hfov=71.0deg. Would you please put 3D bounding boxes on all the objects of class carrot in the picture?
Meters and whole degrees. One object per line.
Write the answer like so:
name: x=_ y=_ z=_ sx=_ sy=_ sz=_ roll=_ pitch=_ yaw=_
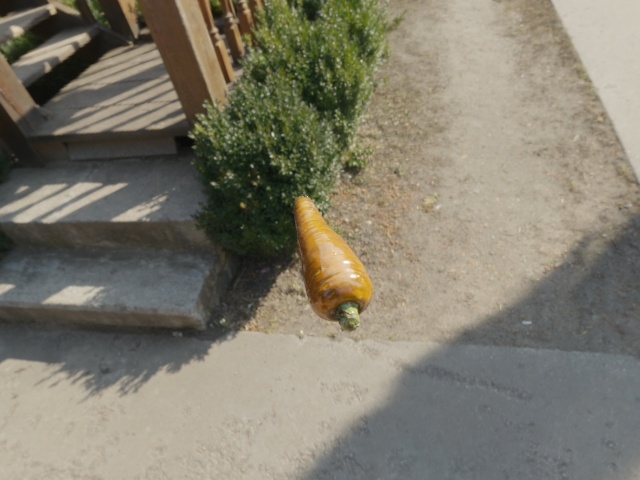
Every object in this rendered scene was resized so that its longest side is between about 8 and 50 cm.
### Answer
carrot: x=0.000 y=0.000 z=0.487 sx=0.061 sy=0.061 sz=0.256 roll=-17 pitch=35 yaw=-3
